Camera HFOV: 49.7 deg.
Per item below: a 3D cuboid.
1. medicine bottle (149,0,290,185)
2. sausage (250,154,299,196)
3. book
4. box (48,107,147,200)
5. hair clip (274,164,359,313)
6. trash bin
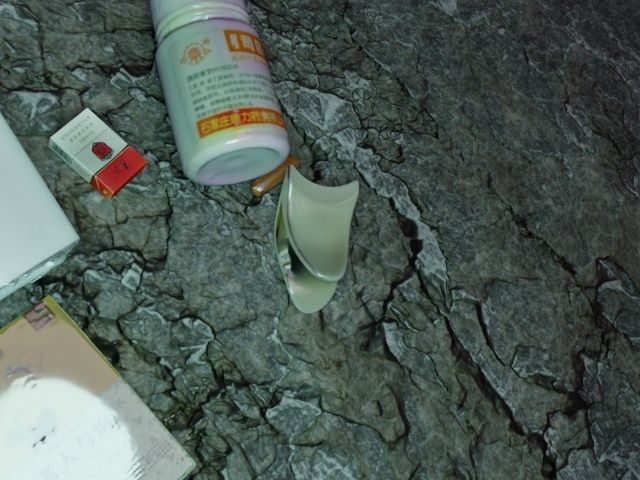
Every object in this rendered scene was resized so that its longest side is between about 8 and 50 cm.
[{"bbox_3d":[-0.209,-0.322,1.382,0.219,0.219,0.388,-7,73,-30],"label":"medicine bottle"},{"bbox_3d":[-0.099,-0.136,1.469,0.131,0.041,0.039,-40,97,-34],"label":"sausage"},{"bbox_3d":[-0.421,0.314,1.112,0.389,0.032,0.269,48,61,-2],"label":"book"},{"bbox_3d":[-0.421,-0.163,1.307,0.152,0.048,0.100,41,59,-5],"label":"box"},{"bbox_3d":[-0.009,0.002,1.432,0.172,0.113,0.282,10,60,-25],"label":"hair clip"},{"bbox_3d":[-0.560,-0.088,1.070,0.256,0.296,0.368,-39,97,-35],"label":"trash bin"}]
